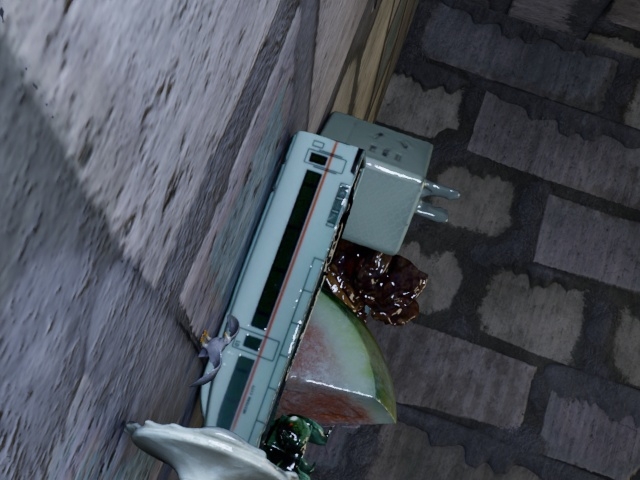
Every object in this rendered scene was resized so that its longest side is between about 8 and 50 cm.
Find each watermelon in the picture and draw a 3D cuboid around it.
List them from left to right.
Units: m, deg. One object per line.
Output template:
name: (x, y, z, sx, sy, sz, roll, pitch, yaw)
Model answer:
watermelon: (-0.026, 0.167, 1.177, 0.310, 0.232, 0.193, 60, -23, 29)

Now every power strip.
power strip: (0.091, -0.076, 1.189, 0.140, 0.224, 0.139, -65, 174, -59)

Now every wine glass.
wine glass: (-0.102, 0.236, 0.492, 0.156, 0.156, 0.232, 104, 3, -62)

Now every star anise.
star anise: (0.062, 0.072, 1.319, 0.190, 0.220, 0.126, 75, 33, -56)

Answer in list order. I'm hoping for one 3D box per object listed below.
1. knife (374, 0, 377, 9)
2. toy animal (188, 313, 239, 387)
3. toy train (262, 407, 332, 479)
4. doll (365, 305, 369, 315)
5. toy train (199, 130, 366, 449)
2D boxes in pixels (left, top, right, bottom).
knife: (0.101, -0.417, 1.260, 0.170, 0.010, 0.023, 107, 3, -64)
toy animal: (-0.097, 0.095, 0.748, 0.050, 0.028, 0.084, 107, 6, -56)
toy train: (-0.081, 0.291, 1.096, 0.269, 0.154, 0.115, 105, 4, -61)
doll: (-0.013, 0.154, 1.508, 0.141, 0.177, 0.314, 63, -39, 33)
toy train: (-0.058, 0.089, 0.845, 0.086, 0.088, 0.407, 68, 41, -83)
